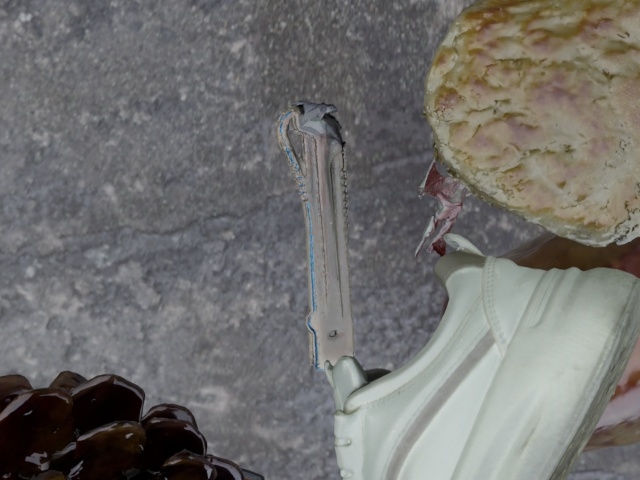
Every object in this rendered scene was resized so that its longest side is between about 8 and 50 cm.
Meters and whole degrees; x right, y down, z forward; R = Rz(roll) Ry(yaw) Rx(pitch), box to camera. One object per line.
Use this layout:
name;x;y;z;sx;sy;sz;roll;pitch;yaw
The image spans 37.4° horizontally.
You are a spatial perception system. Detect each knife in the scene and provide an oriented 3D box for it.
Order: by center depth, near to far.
knife;-0.001;-0.002;1.232;0.089;0.043;0.365;-7;103;-8

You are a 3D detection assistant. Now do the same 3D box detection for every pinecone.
pinecone;-0.162;0.231;0.648;0.298;0.296;0.242;14;111;-42

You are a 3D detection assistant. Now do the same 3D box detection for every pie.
pie;0.164;-0.084;0.600;0.193;0.079;0.163;34;106;11

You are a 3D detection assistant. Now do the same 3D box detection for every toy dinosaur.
toy dinosaur;0.153;-0.039;1.155;0.032;0.108;0.220;34;155;33

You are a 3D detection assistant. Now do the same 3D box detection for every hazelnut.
hazelnut;0.378;0.136;1.380;0.409;0.359;0.359;-35;119;20

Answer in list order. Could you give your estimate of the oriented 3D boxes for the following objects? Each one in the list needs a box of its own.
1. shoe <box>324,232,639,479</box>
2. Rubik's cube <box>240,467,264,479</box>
shoe;0.053;0.132;0.545;0.159;0.316;0.124;30;175;24
Rubik's cube;-0.196;0.432;1.414;0.183;0.180;0.167;20;103;-3
